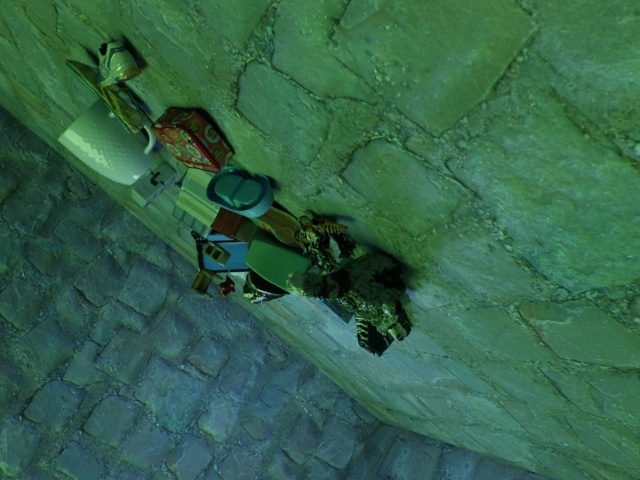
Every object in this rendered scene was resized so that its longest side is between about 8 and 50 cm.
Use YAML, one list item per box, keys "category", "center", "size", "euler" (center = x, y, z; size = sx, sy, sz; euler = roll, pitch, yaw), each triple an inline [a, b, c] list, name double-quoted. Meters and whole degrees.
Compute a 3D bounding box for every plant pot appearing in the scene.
- category: "plant pot"
  center: [-0.175, 0.071, 1.874]
  size: [0.234, 0.166, 0.165]
  euler: [26, -167, -9]

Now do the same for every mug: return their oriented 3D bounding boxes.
- category: "mug"
  center: [-0.863, -0.431, 2.009]
  size: [0.374, 0.276, 0.328]
  euler: [-27, 121, 31]

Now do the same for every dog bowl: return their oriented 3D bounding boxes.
- category: "dog bowl"
  center: [-0.292, -0.175, 1.735]
  size: [0.297, 0.166, 0.074]
  euler: [20, 161, 36]

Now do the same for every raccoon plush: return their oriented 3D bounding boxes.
- category: "raccoon plush"
  center: [0.104, 0.186, 1.640]
  size: [0.445, 0.216, 0.299]
  euler: [11, 147, 0]

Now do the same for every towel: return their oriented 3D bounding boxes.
- category: "towel"
  center: [-0.503, -0.175, 1.976]
  size: [0.209, 0.285, 0.034]
  euler: [33, -158, 11]

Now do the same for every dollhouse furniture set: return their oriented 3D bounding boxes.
- category: "dollhouse furniture set"
  center: [-0.386, 0.056, 1.952]
  size: [0.152, 0.374, 0.201]
  euler: [29, -179, 38]

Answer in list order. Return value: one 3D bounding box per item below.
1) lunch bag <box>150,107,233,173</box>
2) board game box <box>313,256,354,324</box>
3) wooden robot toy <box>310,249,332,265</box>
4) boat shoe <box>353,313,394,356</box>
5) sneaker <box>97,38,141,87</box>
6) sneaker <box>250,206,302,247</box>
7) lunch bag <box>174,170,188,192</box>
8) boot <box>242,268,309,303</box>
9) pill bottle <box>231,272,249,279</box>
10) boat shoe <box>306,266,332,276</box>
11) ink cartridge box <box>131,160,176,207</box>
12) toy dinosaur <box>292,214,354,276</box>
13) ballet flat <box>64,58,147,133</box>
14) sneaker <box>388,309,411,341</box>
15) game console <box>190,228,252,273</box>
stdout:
- category: "lunch bag"
  center: [-0.458, -0.350, 1.711]
  size: [0.293, 0.120, 0.258]
  euler: [17, 154, 44]
- category: "board game box"
  center: [0.095, 0.186, 1.774]
  size: [0.160, 0.210, 0.047]
  euler: [44, 158, -12]
- category: "wooden robot toy"
  center: [0.008, 0.081, 1.896]
  size: [0.079, 0.076, 0.173]
  euler: [34, 160, -19]
- category: "boat shoe"
  center: [0.194, 0.359, 2.025]
  size: [0.340, 0.158, 0.127]
  euler: [46, 156, -19]
- category: "sneaker"
  center: [-0.714, -0.615, 1.625]
  size: [0.296, 0.111, 0.131]
  euler: [7, 126, 49]
- category: "sneaker"
  center: [-0.182, -0.077, 1.848]
  size: [0.302, 0.108, 0.121]
  euler: [36, 176, -6]
- category: "lunch bag"
  center: [-0.503, -0.170, 2.123]
  size: [0.303, 0.115, 0.243]
  euler: [33, 160, 14]
- category: "boot"
  center: [-0.246, 0.202, 2.109]
  size: [0.284, 0.377, 0.138]
  euler: [-21, 77, 37]
- category: "pill bottle"
  center: [-0.473, 0.090, 2.512]
  size: [0.283, 0.160, 0.160]
  euler: [27, 156, 23]
- category: "boat shoe"
  center: [0.015, 0.158, 1.942]
  size: [0.227, 0.079, 0.081]
  euler: [23, 178, -38]
- category: "ink cartridge box"
  center: [-0.802, -0.268, 2.259]
  size: [0.087, 0.208, 0.153]
  euler: [45, 156, -9]
- category: "toy dinosaur"
  center: [0.000, 0.000, 1.659]
  size: [0.219, 0.164, 0.322]
  euler: [57, 172, -6]
- category: "ballet flat"
  center: [-0.813, -0.573, 1.809]
  size: [0.349, 0.123, 0.123]
  euler: [49, 156, -17]
- category: "sneaker"
  center: [0.274, 0.311, 1.899]
  size: [0.110, 0.107, 0.275]
  euler: [34, 159, 45]
- category: "game console"
  center: [-0.437, 0.051, 2.174]
  size: [0.292, 0.174, 0.250]
  euler: [-2, 169, -7]
